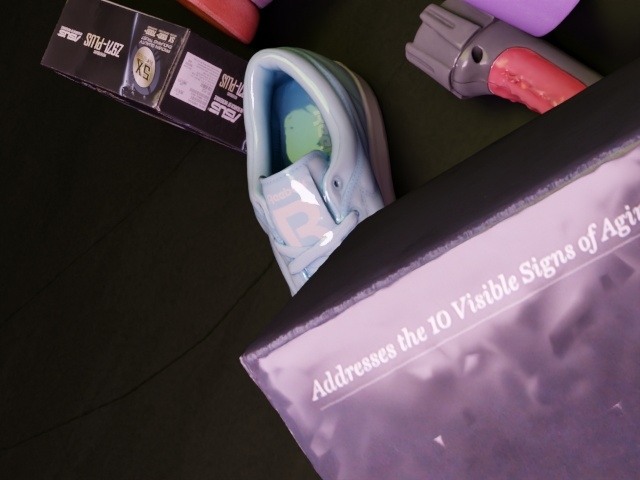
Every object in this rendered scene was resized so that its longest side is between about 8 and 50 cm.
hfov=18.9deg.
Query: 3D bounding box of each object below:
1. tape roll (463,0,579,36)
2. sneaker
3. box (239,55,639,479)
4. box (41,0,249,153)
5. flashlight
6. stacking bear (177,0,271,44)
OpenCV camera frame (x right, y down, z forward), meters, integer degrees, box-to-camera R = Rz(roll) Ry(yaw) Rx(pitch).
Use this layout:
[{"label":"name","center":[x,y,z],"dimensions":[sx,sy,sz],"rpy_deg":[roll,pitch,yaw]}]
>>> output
[{"label":"tape roll","center":[0.195,-0.303,1.521],"dimensions":[0.090,0.275,0.274],"rpy_deg":[26,93,-7]},{"label":"sneaker","center":[0.000,0.000,1.637],"dimensions":[0.135,0.150,0.366],"rpy_deg":[-29,64,24]},{"label":"box","center":[0.295,0.115,1.220],"dimensions":[0.480,0.297,0.471],"rpy_deg":[-30,98,23]},{"label":"box","center":[-0.135,-0.148,1.740],"dimensions":[0.147,0.180,0.077],"rpy_deg":[23,90,34]},{"label":"flashlight","center":[0.197,-0.102,1.567],"dimensions":[0.304,0.103,0.103],"rpy_deg":[36,101,32]},{"label":"stacking bear","center":[-0.045,-0.339,1.753],"dimensions":[0.164,0.175,0.289],"rpy_deg":[37,91,35]}]
